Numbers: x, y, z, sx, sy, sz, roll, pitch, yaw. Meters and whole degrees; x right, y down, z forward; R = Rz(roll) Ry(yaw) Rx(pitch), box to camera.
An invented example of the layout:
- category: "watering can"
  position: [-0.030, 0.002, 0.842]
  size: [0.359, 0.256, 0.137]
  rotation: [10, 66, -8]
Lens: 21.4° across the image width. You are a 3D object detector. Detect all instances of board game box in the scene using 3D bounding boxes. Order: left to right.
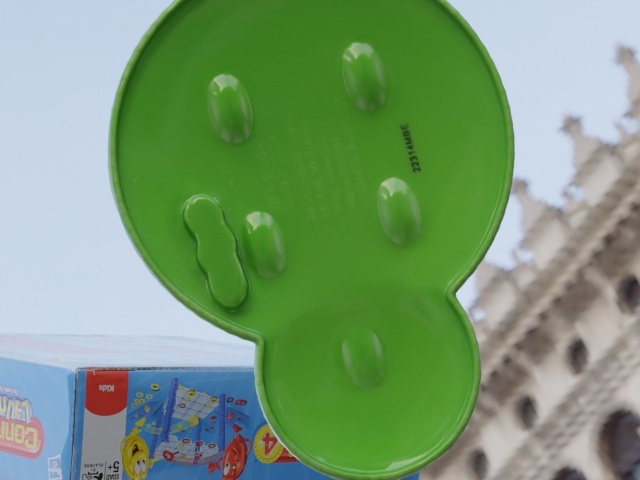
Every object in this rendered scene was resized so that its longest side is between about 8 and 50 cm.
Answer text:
- category: "board game box"
  position: [-0.135, 0.122, 1.252]
  size: [0.302, 0.086, 0.308]
  rotation: [3, 0, -40]

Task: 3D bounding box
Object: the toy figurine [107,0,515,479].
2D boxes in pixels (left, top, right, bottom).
- category: "toy figurine"
  position: [0.000, 0.000, 0.610]
  size: [0.130, 0.173, 0.159]
  rotation: [-15, -6, -4]
